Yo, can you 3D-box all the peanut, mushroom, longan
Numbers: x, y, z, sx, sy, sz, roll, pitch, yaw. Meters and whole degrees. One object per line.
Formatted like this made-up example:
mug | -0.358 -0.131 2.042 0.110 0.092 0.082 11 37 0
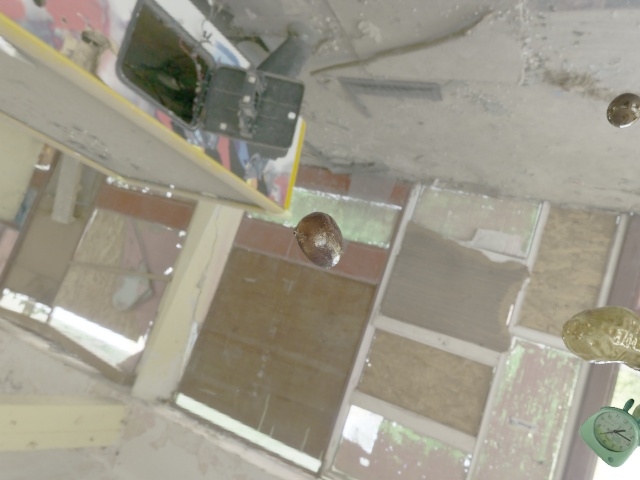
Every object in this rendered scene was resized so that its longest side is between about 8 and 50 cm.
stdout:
peanut | 0.693 0.222 1.118 0.298 0.136 0.120 14 -165 7
mushroom | 0.010 -0.009 1.753 0.194 0.138 0.231 46 -157 2
longan | 0.904 -0.386 1.501 0.092 0.113 0.113 32 179 33

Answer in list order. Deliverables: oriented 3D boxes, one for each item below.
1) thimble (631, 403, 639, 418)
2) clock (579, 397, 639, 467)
thimble | 0.834 0.437 1.149 0.219 0.219 0.150 15 173 25
clock | 0.618 0.394 1.050 0.041 0.135 0.101 16 -153 -40
